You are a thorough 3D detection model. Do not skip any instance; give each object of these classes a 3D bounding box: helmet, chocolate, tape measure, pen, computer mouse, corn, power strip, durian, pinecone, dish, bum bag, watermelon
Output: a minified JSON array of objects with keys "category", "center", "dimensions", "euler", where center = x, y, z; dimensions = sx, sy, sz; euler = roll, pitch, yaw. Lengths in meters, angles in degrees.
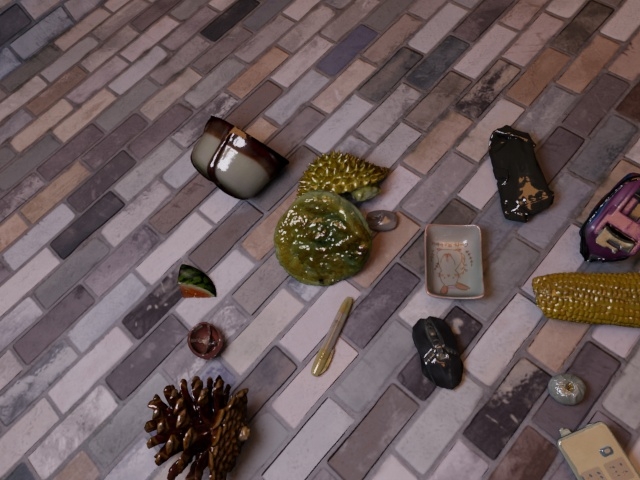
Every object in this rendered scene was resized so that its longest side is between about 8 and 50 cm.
[{"category":"helmet","center":[-0.306,0.281,1.298],"dimensions":[0.089,0.057,0.111],"euler":[-40,61,-14]},{"category":"chocolate","center":[-0.261,-0.235,1.446],"dimensions":[0.284,0.284,0.186],"euler":[33,95,21]},{"category":"tape measure","center":[0.764,-0.045,1.198],"dimensions":[0.149,0.231,0.245],"euler":[38,92,20]},{"category":"pen","center":[0.036,0.256,1.274],"dimensions":[0.040,0.032,0.233],"euler":[30,71,-4]},{"category":"computer mouse","center":[0.298,0.281,1.204],"dimensions":[0.106,0.062,0.192],"euler":[-16,65,1]},{"category":"corn","center":[0.722,0.145,1.166],"dimensions":[0.388,0.144,0.143],"euler":[0,65,14]},{"category":"computer mouse","center":[0.178,-0.061,1.395],"dimensions":[0.096,0.039,0.066],"euler":[6,66,12]},{"category":"power strip","center":[0.632,0.529,1.031],"dimensions":[0.118,0.046,0.270],"euler":[-31,63,13]},{"category":"durian","center":[0.068,-0.168,1.390],"dimensions":[0.307,0.166,0.172],"euler":[-19,46,-6]},{"category":"pinecone","center":[-0.289,0.439,1.126],"dimensions":[0.264,0.264,0.264],"euler":[-3,65,7]},{"category":"dish","center":[0.357,0.063,1.290],"dimensions":[0.151,0.077,0.212],"euler":[2,65,8]},{"category":"bum bag","center":[0.578,-0.198,1.383],"dimensions":[0.142,0.079,0.326],"euler":[-9,67,13]},{"category":"watermelon","center":[-0.376,0.125,1.387],"dimensions":[0.094,0.125,0.135],"euler":[-60,36,13]}]

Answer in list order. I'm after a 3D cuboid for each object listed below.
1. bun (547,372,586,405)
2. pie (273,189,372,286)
[{"category":"bun","center":[0.589,0.354,1.135],"dimensions":[0.083,0.045,0.083],"euler":[-5,60,8]},{"category":"pie","center":[0.000,0.000,1.302],"dimensions":[0.277,0.078,0.276],"euler":[0,103,2]}]
